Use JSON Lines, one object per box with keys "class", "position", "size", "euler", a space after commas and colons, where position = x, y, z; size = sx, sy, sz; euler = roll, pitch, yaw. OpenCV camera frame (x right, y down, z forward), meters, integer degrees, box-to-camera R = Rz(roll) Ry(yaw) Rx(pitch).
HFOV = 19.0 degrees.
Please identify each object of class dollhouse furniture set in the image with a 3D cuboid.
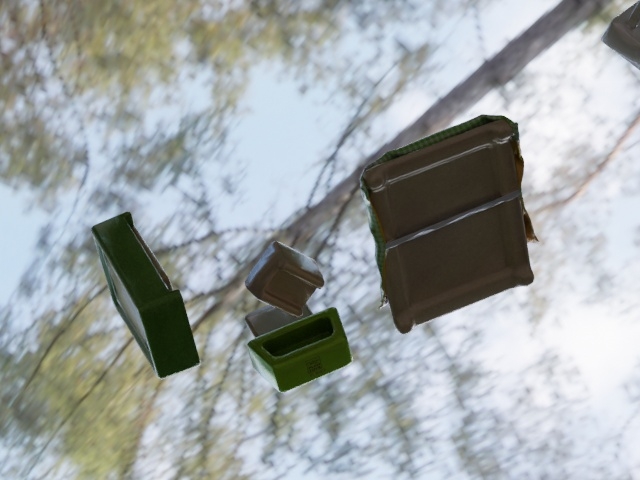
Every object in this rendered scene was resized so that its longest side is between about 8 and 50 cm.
{"class": "dollhouse furniture set", "position": [0.000, 0.000, 0.692], "size": [0.151, 0.058, 0.076], "euler": [-22, -54, -11]}

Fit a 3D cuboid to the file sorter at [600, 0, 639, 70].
{"class": "file sorter", "position": [0.371, -0.144, 1.250], "size": [0.277, 0.173, 0.193], "euler": [40, -136, 15]}
